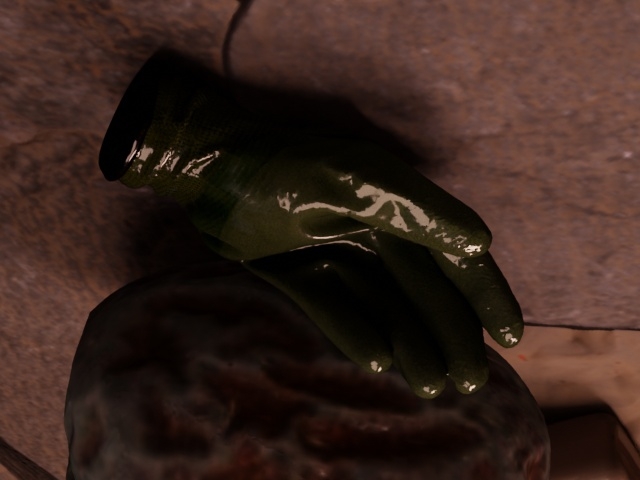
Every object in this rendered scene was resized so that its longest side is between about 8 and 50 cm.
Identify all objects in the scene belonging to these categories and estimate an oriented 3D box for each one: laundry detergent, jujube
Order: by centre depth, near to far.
[{"bbox_3d":[-0.007,0.133,1.004,0.308,0.246,0.215,6,129,-5],"label":"jujube"},{"bbox_3d":[0.142,0.227,1.216,0.237,0.076,0.171,-21,130,20],"label":"laundry detergent"}]

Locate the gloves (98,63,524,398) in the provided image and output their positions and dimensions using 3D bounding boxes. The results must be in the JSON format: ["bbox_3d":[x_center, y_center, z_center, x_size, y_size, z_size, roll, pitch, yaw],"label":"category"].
[{"bbox_3d":[0.001,-0.011,0.906,0.268,0.107,0.135,35,136,-7],"label":"gloves"}]
